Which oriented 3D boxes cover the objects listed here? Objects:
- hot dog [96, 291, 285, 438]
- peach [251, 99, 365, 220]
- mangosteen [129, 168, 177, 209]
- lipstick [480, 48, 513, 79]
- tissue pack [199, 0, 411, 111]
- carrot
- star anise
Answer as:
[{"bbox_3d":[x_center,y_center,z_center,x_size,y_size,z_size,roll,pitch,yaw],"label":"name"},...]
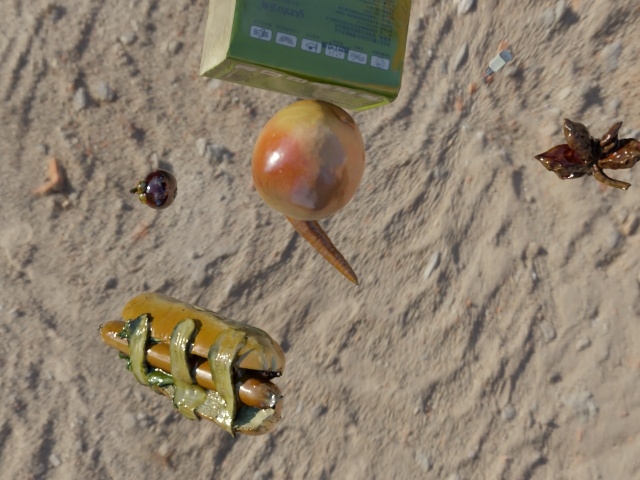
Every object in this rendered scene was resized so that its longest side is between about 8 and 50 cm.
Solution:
[{"bbox_3d":[-0.131,0.118,0.811,0.270,0.072,0.109,13,108,40],"label":"hot dog"},{"bbox_3d":[-0.016,-0.124,1.215,0.184,0.184,0.184,1,98,10],"label":"peach"},{"bbox_3d":[-0.312,-0.100,1.552,0.081,0.081,0.080,1,98,10],"label":"mangosteen"},{"bbox_3d":[0.361,-0.361,1.689,0.025,0.107,0.025,-42,90,-22],"label":"lipstick"},{"bbox_3d":[-0.022,-0.325,1.227,0.275,0.167,0.200,9,88,-25],"label":"tissue pack"},{"bbox_3d":[0.000,0.000,1.479,0.048,0.048,0.216,-41,81,13],"label":"carrot"},{"bbox_3d":[0.529,-0.166,1.591,0.196,0.212,0.111,21,82,-16],"label":"star anise"}]
